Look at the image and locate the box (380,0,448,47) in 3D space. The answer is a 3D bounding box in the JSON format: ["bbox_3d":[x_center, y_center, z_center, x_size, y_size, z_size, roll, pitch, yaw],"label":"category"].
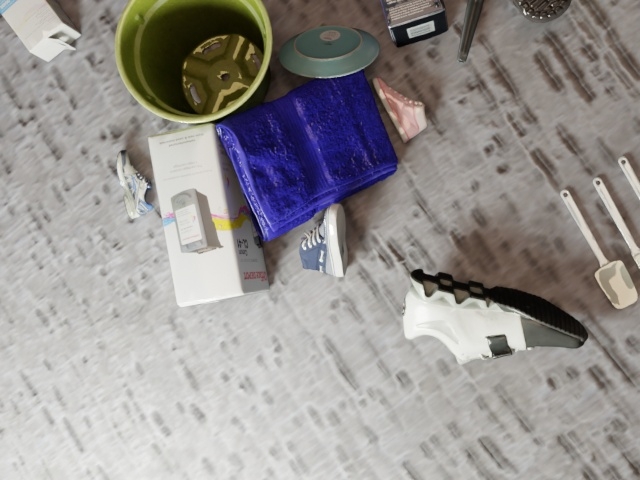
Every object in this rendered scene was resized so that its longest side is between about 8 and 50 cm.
[{"bbox_3d":[0.154,-0.480,1.787,0.108,0.153,0.207,-16,84,9],"label":"box"}]

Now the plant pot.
[{"bbox_3d":[-0.201,-0.324,1.783,0.276,0.254,0.276,-1,85,7],"label":"plant pot"}]

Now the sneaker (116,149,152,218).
[{"bbox_3d":[-0.359,-0.113,1.911,0.058,0.052,0.135,-14,93,-2],"label":"sneaker"}]

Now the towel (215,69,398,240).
[{"bbox_3d":[-0.012,-0.161,1.743,0.308,0.076,0.228,-29,107,-25],"label":"towel"}]

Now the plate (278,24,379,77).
[{"bbox_3d":[0.015,-0.357,1.803,0.188,0.188,0.024,0,131,9],"label":"plate"}]

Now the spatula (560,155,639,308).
[{"bbox_3d":[0.548,-0.016,1.773,0.168,0.019,0.242,-29,84,8],"label":"spatula"}]

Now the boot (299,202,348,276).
[{"bbox_3d":[0.000,0.000,1.784,0.086,0.190,0.069,8,51,11],"label":"boot"}]

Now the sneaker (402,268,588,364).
[{"bbox_3d":[0.308,0.161,1.767,0.330,0.122,0.146,15,108,8],"label":"sneaker"}]

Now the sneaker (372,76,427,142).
[{"bbox_3d":[0.153,-0.256,1.830,0.070,0.051,0.134,-29,87,5],"label":"sneaker"}]

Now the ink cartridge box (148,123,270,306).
[{"bbox_3d":[-0.197,-0.042,1.788,0.131,0.226,0.306,-12,87,10],"label":"ink cartridge box"}]

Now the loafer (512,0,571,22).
[{"bbox_3d":[0.334,-0.556,1.772,0.133,0.130,0.366,-22,91,10],"label":"loafer"}]

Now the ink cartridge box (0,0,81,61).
[{"bbox_3d":[-0.550,-0.428,1.926,0.090,0.092,0.143,-38,82,6],"label":"ink cartridge box"}]

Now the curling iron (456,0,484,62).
[{"bbox_3d":[0.280,-0.465,1.824,0.068,0.035,0.274,6,88,6],"label":"curling iron"}]
